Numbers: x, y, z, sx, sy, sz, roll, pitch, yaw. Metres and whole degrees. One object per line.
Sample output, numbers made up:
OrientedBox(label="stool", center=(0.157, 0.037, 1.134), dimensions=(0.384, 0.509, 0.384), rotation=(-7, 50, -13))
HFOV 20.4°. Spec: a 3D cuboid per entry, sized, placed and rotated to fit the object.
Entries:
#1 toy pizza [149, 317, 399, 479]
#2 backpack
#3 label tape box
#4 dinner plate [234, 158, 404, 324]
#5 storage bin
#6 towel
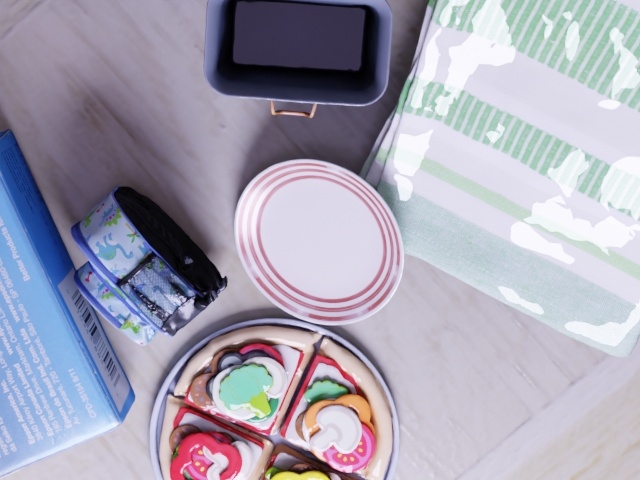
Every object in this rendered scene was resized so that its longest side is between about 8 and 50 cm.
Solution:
OrientedBox(label="toy pizza", center=(-0.037, 0.162, 1.417), dimensions=(0.201, 0.032, 0.201), rotation=(0, 100, 0))
OrientedBox(label="backpack", center=(-0.140, 0.021, 1.354), dimensions=(0.084, 0.105, 0.114), rotation=(-41, 93, 6))
OrientedBox(label="label tape box", center=(-0.345, 0.089, 1.365), dimensions=(0.333, 0.106, 0.241), rotation=(-23, 99, 5))
OrientedBox(label="dinner plate", center=(0.000, 0.000, 1.376), dimensions=(0.141, 0.017, 0.141), rotation=(9, 116, 18))
OrientedBox(label="storage bin", center=(-0.016, -0.144, 1.331), dimensions=(0.135, 0.091, 0.098), rotation=(4, 100, 0))
OrientedBox(label="towel", center=(0.169, -0.081, 1.276), dimensions=(0.247, 0.038, 0.325), rotation=(26, 129, 7))
